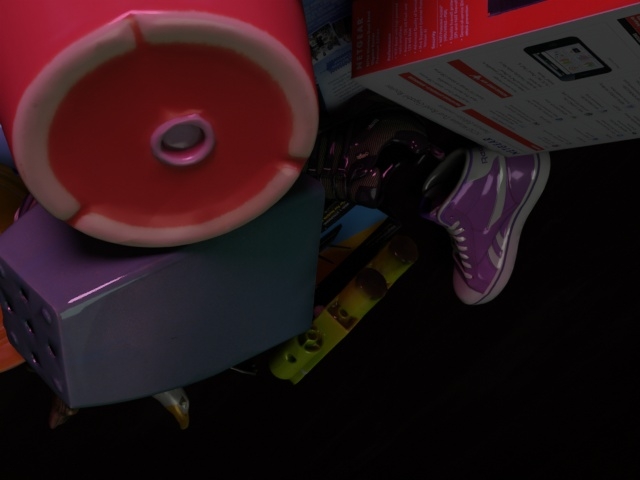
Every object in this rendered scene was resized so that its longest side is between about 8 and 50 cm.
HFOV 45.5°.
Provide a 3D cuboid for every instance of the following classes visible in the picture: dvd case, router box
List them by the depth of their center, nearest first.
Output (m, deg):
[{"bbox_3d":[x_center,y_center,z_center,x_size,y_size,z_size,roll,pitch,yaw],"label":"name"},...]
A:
[{"bbox_3d":[0.246,-0.175,0.742,0.301,0.082,0.335,-5,169,38],"label":"router box"},{"bbox_3d":[0.028,-0.191,0.806,0.180,0.022,0.253,-30,144,2],"label":"dvd case"},{"bbox_3d":[0.000,0.000,1.002,0.179,0.046,0.133,-41,142,18],"label":"router box"}]

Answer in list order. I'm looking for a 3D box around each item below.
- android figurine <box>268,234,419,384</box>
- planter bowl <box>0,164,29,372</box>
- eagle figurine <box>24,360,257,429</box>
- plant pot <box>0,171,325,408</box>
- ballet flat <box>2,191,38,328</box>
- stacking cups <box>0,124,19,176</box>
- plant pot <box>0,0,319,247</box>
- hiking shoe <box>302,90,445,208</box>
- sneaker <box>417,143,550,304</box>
[{"bbox_3d":[0.024,0.098,1.027,0.248,0.056,0.273,-42,176,-41],"label":"android figurine"},{"bbox_3d":[-0.345,0.018,0.737,0.217,0.090,0.217,-8,101,-46],"label":"planter bowl"},{"bbox_3d":[-0.193,0.117,0.927,0.298,0.226,0.225,-28,117,-42],"label":"eagle figurine"},{"bbox_3d":[-0.142,0.024,0.654,0.234,0.165,0.165,-26,136,-37],"label":"plant pot"},{"bbox_3d":[-0.254,0.010,0.692,0.074,0.074,0.203,1,116,-33],"label":"ballet flat"},{"bbox_3d":[-0.282,-0.106,0.675,0.316,0.096,0.096,22,122,-41],"label":"stacking cups"},{"bbox_3d":[-0.124,-0.146,0.558,0.274,0.243,0.275,-13,141,-11],"label":"plant pot"},{"bbox_3d":[0.015,-0.078,0.818,0.226,0.114,0.086,-28,144,1],"label":"hiking shoe"},{"bbox_3d":[0.195,-0.020,1.067,0.161,0.102,0.282,-6,129,-21],"label":"sneaker"}]
